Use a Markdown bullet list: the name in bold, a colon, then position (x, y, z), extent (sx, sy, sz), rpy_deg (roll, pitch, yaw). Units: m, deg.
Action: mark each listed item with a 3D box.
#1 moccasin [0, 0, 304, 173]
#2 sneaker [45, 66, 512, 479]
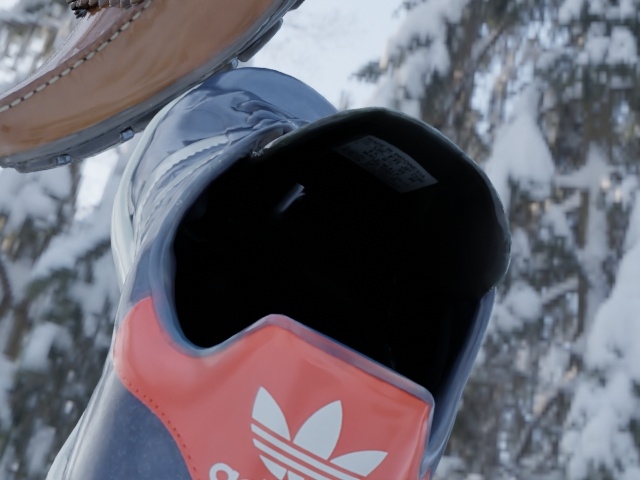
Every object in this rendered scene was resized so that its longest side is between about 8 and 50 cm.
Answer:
- **moccasin**: position (-0.064, -0.188, 0.925), extent (0.380, 0.139, 0.147), rpy_deg (-44, -75, -7)
- **sneaker**: position (0.000, 0.000, 0.546), extent (0.131, 0.350, 0.148), rpy_deg (26, -62, -14)
